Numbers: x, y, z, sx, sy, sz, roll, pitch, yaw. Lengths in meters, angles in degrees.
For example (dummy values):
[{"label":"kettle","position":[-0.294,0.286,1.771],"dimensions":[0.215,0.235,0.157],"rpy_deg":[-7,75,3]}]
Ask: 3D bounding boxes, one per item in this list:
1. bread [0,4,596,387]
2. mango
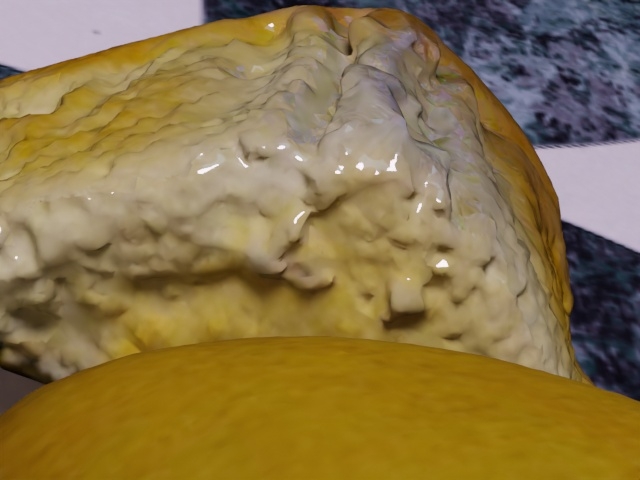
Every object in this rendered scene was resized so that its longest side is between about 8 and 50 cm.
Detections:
[{"label":"bread","position":[0.000,0.000,0.653],"dimensions":[0.262,0.163,0.204],"rpy_deg":[28,22,-11]},{"label":"mango","position":[0.057,0.170,0.394],"dimensions":[0.300,0.232,0.445],"rpy_deg":[-14,35,-31]}]
